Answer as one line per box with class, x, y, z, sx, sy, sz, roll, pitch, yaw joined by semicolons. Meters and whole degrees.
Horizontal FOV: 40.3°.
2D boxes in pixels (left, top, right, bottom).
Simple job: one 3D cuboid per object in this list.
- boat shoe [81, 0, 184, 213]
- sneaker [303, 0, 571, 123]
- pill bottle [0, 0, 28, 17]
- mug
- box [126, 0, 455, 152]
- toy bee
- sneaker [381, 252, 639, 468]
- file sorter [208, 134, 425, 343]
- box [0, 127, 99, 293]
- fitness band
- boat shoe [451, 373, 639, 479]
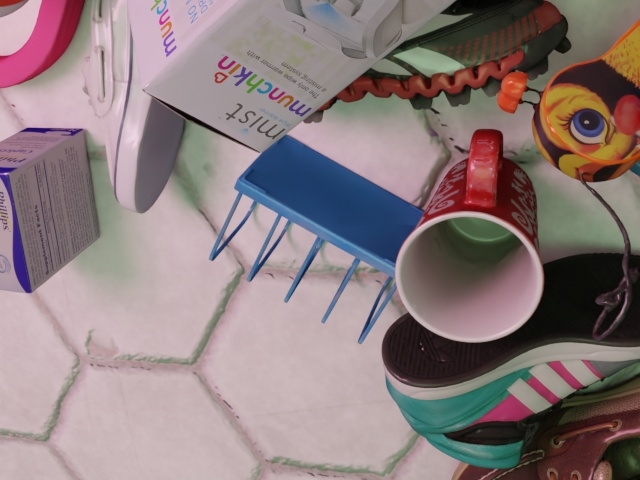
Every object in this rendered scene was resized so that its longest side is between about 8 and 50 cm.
boat shoe;-0.179;-0.156;0.820;0.084;0.095;0.258;14;107;14
sneaker;0.062;-0.179;0.724;0.276;0.097;0.135;-4;115;19
pill bottle;-0.222;-0.321;0.620;0.181;0.181;0.323;46;126;-7
mug;0.143;-0.017;0.735;0.113;0.169;0.150;33;118;1
box;-0.027;-0.240;0.629;0.231;0.262;0.127;-34;144;27
toy bee;0.224;-0.107;0.640;0.162;0.298;0.195;33;151;9
sneaker;0.203;0.123;0.812;0.295;0.124;0.178;-12;140;-4
file sorter;0.000;0.000;0.817;0.170;0.118;0.104;29;123;2
box;-0.291;-0.034;0.873;0.072;0.137;0.126;5;115;15
fitness band;-0.314;-0.283;0.813;0.209;0.054;0.291;27;120;3
boat shoe;0.267;0.223;0.835;0.342;0.123;0.123;-29;103;26
